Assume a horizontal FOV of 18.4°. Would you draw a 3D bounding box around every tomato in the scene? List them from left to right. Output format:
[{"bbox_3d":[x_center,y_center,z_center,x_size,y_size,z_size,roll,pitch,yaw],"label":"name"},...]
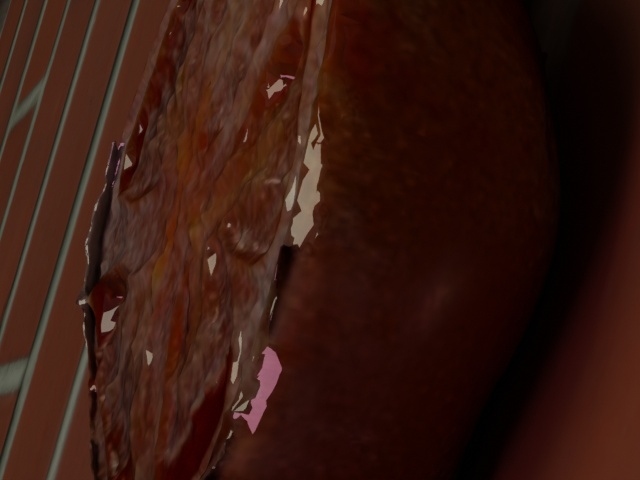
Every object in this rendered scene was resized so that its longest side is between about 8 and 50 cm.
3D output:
[{"bbox_3d":[0.000,0.000,0.585,0.237,0.095,0.237,-165,90,-72],"label":"tomato"}]
